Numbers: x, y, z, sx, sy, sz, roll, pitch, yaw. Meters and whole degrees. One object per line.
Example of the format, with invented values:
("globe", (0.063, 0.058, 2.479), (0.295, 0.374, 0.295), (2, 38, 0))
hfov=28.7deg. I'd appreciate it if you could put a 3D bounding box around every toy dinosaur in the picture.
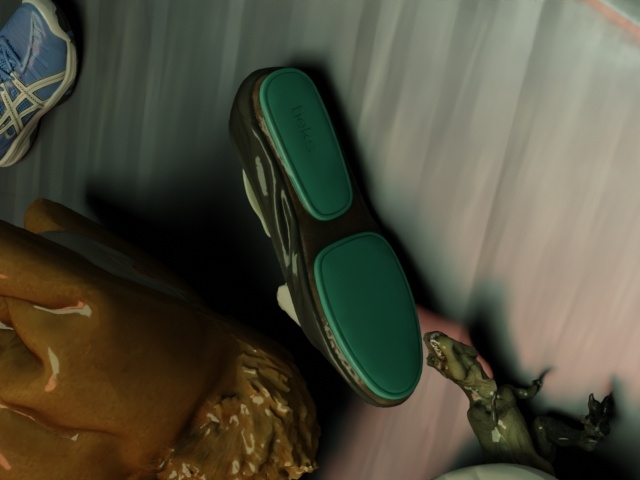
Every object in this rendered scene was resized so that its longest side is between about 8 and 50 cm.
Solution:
("toy dinosaur", (0.170, 0.175, 0.945), (0.118, 0.064, 0.268), (-12, 105, 46))

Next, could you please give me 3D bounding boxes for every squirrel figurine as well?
("squirrel figurine", (-0.210, 0.203, 1.058), (0.397, 0.281, 0.370), (29, 94, -6))

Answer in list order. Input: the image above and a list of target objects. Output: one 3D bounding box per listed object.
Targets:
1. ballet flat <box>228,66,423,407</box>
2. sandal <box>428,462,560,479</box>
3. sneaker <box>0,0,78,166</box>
("ballet flat", (0.000, 0.000, 0.984), (0.096, 0.095, 0.280), (-27, 80, 56))
("sandal", (0.094, 0.307, 1.006), (0.416, 0.102, 0.169), (-51, 57, 37))
("sneaker", (-0.290, -0.136, 1.149), (0.080, 0.081, 0.211), (46, 128, 15))
